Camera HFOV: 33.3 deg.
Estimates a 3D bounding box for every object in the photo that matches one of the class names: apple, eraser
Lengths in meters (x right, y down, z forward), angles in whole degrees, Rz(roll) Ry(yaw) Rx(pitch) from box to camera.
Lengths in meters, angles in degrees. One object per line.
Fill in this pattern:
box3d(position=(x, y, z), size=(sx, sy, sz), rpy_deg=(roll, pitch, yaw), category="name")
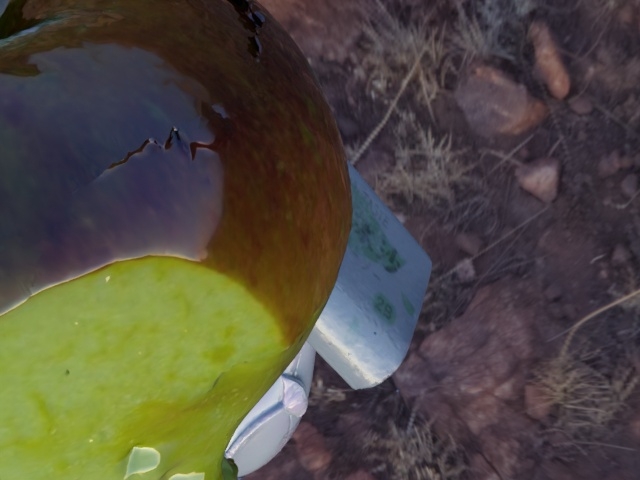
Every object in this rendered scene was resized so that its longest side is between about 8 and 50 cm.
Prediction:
box3d(position=(-0.174, 0.023, 0.581), size=(0.384, 0.374, 0.374), rpy_deg=(-1, 82, 1), category="apple")
box3d(position=(0.000, 0.000, 0.975), size=(0.227, 0.081, 0.174), rpy_deg=(47, 46, -25), category="eraser")

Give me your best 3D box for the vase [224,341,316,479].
box3d(position=(-0.099, 0.192, 1.785), size=(0.250, 0.250, 0.445), rpy_deg=(34, 123, 8), category="vase")
